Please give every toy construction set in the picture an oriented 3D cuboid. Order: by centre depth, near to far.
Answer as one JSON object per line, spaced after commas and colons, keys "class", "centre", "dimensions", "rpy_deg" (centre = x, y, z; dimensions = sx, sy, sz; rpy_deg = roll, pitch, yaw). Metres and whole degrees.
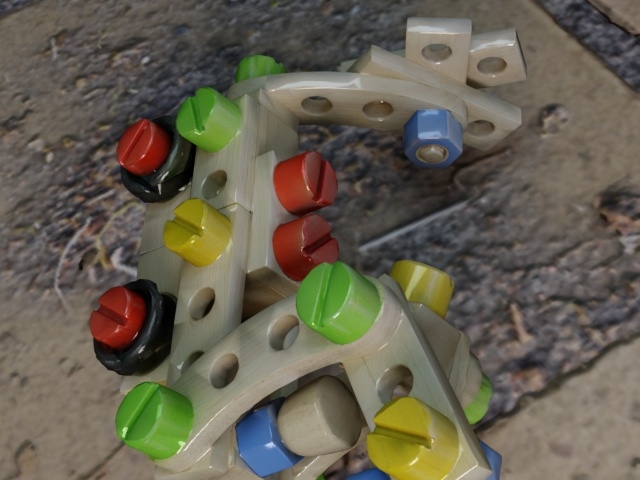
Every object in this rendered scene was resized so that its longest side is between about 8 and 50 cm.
{"class": "toy construction set", "centre": [0.000, 0.000, 0.546], "dimensions": [0.215, 0.151, 0.327], "rpy_deg": [-20, 38, 33]}
